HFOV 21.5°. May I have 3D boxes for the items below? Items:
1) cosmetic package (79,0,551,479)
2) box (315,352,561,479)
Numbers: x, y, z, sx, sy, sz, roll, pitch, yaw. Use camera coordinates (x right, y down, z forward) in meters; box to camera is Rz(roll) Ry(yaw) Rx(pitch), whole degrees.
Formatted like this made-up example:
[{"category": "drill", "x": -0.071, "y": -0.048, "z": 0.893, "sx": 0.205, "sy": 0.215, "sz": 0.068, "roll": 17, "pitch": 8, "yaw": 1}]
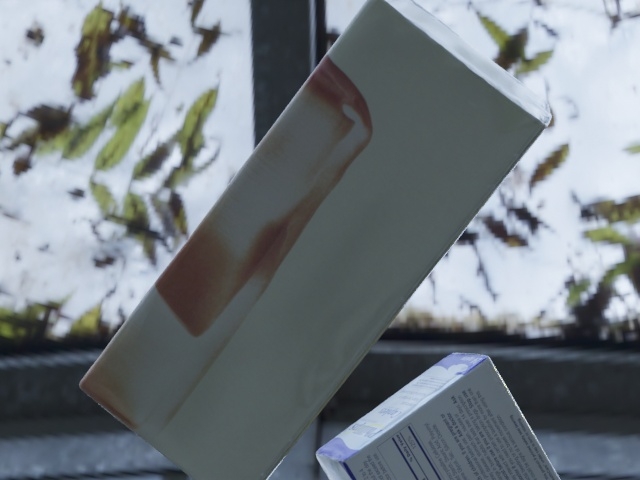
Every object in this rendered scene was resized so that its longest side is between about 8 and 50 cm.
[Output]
[{"category": "cosmetic package", "x": 0.000, "y": 0.000, "z": 1.034, "sx": 0.129, "sy": 0.153, "sz": 0.296, "roll": 39, "pitch": -79, "yaw": 2}, {"category": "box", "x": 0.088, "y": 0.171, "z": 1.242, "sx": 0.137, "sy": 0.072, "sz": 0.126, "roll": -34, "pitch": -79, "yaw": -17}]
